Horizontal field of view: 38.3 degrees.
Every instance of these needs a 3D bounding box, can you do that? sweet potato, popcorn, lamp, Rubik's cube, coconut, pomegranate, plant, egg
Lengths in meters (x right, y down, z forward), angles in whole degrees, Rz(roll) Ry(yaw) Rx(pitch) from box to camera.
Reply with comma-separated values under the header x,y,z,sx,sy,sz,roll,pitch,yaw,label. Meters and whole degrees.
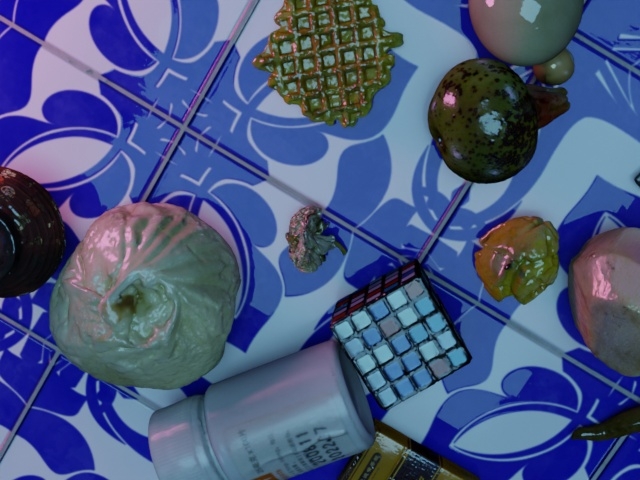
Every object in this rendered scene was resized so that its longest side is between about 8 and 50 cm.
x,y,z,sx,sy,sz,roll,pitch,yaw,label
0.587,0.333,1.692,0.250,0.059,0.069,-7,111,10,sweet potato
0.350,0.035,1.624,0.167,0.152,0.148,-32,66,31,popcorn
-0.572,-0.015,1.643,0.247,0.247,0.246,1,99,4,lamp
0.140,0.161,1.634,0.184,0.187,0.182,-31,95,6,Rubik's cube
0.545,0.098,1.570,0.259,0.259,0.259,1,99,4,coconut
0.309,-0.208,1.563,0.248,0.214,0.214,-16,98,-10,pomegranate
0.000,0.000,1.669,0.122,0.104,0.116,5,123,-20,plant
0.403,-0.303,1.589,0.071,0.083,0.071,1,98,10,egg
0.338,-0.404,1.522,0.186,0.186,0.241,-2,66,5,egg

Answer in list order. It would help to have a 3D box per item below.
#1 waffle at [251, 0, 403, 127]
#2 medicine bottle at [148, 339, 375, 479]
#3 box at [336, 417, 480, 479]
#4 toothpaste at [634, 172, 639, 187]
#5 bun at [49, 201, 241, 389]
x,y,z,sx,sy,sz,roll,pitch,yaw,label
0.016,-0.333,1.628,0.243,0.059,0.237,39,99,-1,waffle
-0.105,0.337,1.667,0.372,0.211,0.211,-22,97,8,medicine bottle
0.165,0.462,1.740,0.237,0.070,0.152,30,100,-3,box
0.653,-0.175,1.614,0.239,0.039,0.062,-43,87,7,toothpaste
-0.319,0.112,1.641,0.353,0.227,0.348,-10,100,8,bun
